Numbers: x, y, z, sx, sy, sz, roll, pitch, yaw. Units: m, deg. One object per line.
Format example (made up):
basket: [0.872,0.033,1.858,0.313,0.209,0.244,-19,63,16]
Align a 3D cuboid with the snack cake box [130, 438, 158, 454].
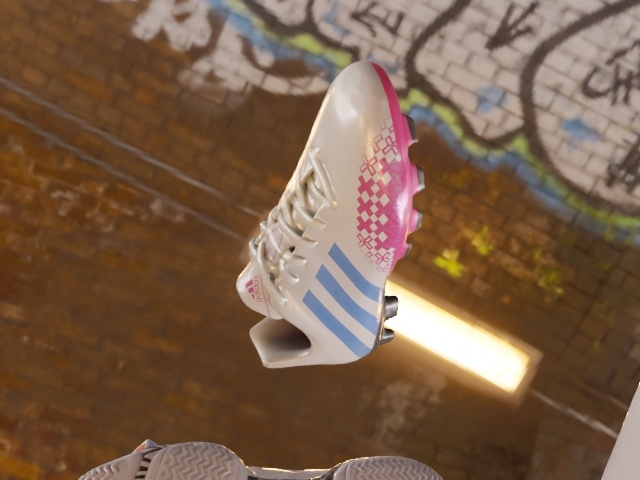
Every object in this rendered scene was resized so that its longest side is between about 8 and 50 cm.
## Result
snack cake box: [-0.195,0.338,1.115,0.089,0.152,0.264,40,-164,-21]

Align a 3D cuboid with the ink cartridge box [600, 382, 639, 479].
ink cartridge box: [0.336,0.098,0.713,0.223,0.308,0.129,14,-166,-12]

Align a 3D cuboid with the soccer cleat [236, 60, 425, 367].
soccer cleat: [0.000,0.000,0.969,0.143,0.331,0.116,-12,-133,-14]

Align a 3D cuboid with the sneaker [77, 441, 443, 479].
sneaker: [-0.070,0.283,1.097,0.365,0.210,0.137,3,-113,-17]
